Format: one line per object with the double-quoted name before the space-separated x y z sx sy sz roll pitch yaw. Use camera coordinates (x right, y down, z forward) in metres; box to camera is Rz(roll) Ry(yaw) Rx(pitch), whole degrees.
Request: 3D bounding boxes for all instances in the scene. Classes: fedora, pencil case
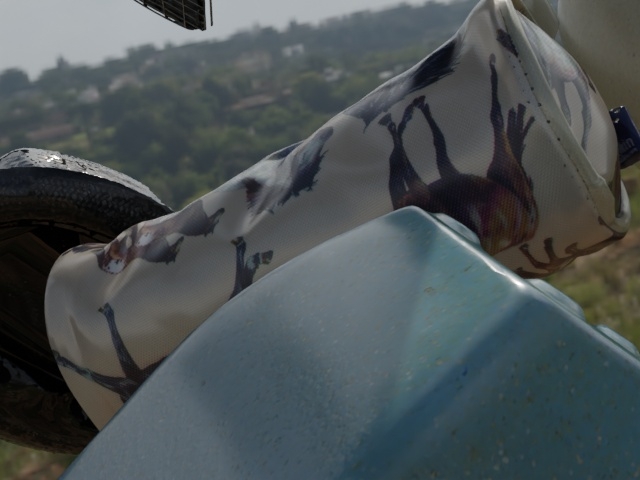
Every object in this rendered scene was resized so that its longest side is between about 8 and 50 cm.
"fedora" -0.207 0.035 1.127 0.334 0.334 0.152 -11 40 7
"pencil case" 0.000 0.000 0.857 0.410 0.160 0.183 -29 30 26

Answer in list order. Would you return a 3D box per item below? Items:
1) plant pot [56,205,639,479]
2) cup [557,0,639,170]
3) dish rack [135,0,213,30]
"plant pot" 0.046 0.135 0.566 0.252 0.247 0.248 -54 22 4
"cup" 0.369 -0.207 1.255 0.331 0.331 0.237 -18 42 -35
"dish rack" -0.201 -0.398 1.655 0.208 0.271 0.074 33 57 22
